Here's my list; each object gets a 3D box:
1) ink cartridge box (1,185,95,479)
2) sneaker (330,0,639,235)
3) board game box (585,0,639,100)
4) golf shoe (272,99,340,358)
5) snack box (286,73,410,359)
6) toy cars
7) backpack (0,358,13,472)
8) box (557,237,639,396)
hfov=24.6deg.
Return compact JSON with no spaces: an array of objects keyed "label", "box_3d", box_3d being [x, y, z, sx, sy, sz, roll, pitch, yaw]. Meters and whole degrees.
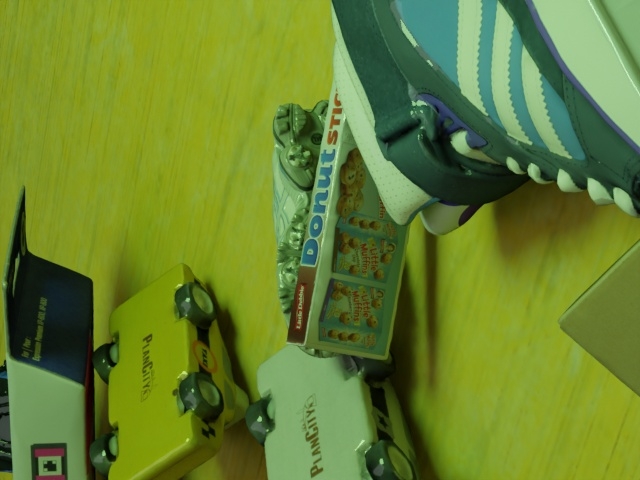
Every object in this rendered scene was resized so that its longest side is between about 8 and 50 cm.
[{"label":"ink cartridge box","box_3d":[-0.212,0.159,1.172,0.176,0.069,0.371,-104,13,-64]},{"label":"sneaker","box_3d":[0.122,-0.059,0.725,0.323,0.130,0.236,49,149,27]},{"label":"board game box","box_3d":[0.265,-0.106,0.352,0.389,0.050,0.390,-28,64,12]},{"label":"golf shoe","box_3d":[0.000,0.000,0.941,0.086,0.069,0.176,110,161,-63]},{"label":"snack box","box_3d":[0.025,-0.022,0.864,0.022,0.064,0.178,6,84,53]},{"label":"toy cars","box_3d":[-0.041,0.127,0.989,0.393,0.087,0.176,12,67,53]},{"label":"backpack","box_3d":[-0.272,0.157,1.335,0.120,0.101,0.098,0,98,24]},{"label":"box","box_3d":[0.200,0.041,0.573,0.164,0.021,0.201,41,149,6]}]
